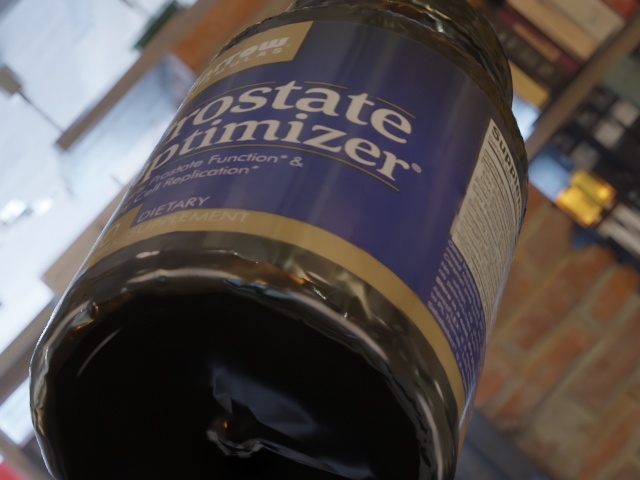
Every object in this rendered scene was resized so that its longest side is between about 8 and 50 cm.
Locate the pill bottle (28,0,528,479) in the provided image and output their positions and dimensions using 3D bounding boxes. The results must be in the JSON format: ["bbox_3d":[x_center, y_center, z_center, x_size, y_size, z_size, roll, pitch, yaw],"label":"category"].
[{"bbox_3d":[0.000,0.000,0.593,0.123,0.123,0.219,-53,8,34],"label":"pill bottle"}]
